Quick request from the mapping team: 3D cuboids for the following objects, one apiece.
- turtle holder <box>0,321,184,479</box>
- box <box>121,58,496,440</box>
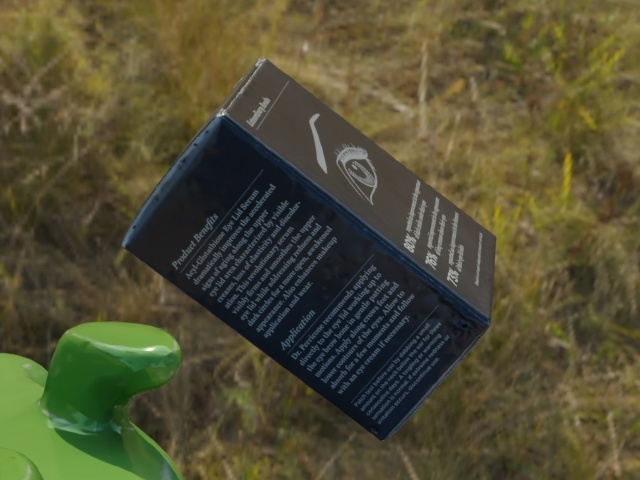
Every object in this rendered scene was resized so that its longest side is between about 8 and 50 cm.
[{"bbox_3d":[-0.163,0.150,0.474,0.243,0.227,0.320,-7,12,-18],"label":"turtle holder"},{"bbox_3d":[0.000,0.000,0.897,0.207,0.108,0.153,37,21,-5],"label":"box"}]
